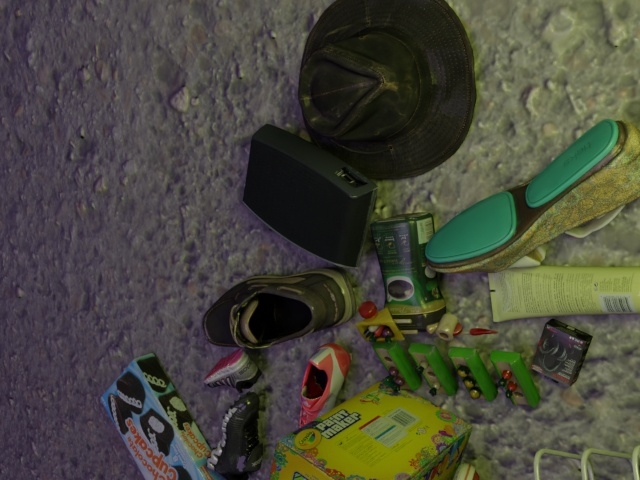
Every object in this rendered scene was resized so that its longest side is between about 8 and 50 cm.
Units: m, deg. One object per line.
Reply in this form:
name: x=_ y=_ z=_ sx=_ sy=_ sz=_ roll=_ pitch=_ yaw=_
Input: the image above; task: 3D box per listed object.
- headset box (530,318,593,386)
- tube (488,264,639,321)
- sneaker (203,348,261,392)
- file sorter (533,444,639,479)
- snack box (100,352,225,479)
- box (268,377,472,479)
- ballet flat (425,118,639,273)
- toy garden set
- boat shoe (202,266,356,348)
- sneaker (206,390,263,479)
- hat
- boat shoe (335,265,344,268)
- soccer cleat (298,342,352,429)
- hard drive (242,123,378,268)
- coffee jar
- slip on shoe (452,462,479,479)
headset box: x=0.341 y=0.163 z=1.072 sx=0.062 sy=0.032 sz=0.083 roll=26 pitch=113 yaw=31
tube: x=0.339 y=0.068 z=1.042 sx=0.240 sy=0.062 sz=0.070 roll=-5 pitch=53 yaw=43
sneaker: x=-0.170 y=0.266 z=1.472 sx=0.075 sy=0.063 sz=0.170 roll=44 pitch=141 yaw=-8
file sorter: x=0.430 y=0.342 z=0.925 sx=0.278 sy=0.193 sz=0.173 roll=-17 pitch=63 yaw=39
snack box: x=-0.351 y=0.431 z=1.655 sx=0.187 sy=0.060 sz=0.322 roll=-46 pitch=72 yaw=36
box: x=0.064 y=0.414 z=1.180 sx=0.177 sy=0.290 sz=0.279 roll=25 pitch=114 yaw=31
ballet flat: x=0.296 y=-0.028 z=1.022 sx=0.348 sy=0.123 sz=0.123 roll=-38 pitch=77 yaw=38
toy garden set: x=0.176 y=0.179 z=1.124 sx=0.244 sy=0.049 sz=0.203 roll=0 pitch=135 yaw=38
boat shoe: x=-0.104 y=0.126 z=1.348 sx=0.355 sy=0.130 sz=0.132 roll=-21 pitch=87 yaw=39
sneaker: x=-0.148 y=0.397 z=1.482 sx=0.106 sy=0.078 sz=0.234 roll=38 pitch=125 yaw=22
hat: x=0.061 y=-0.235 z=1.137 sx=0.331 sy=0.134 sz=0.331 roll=9 pitch=105 yaw=37
boat shoe: x=0.000 y=0.000 z=1.297 sx=0.125 sy=0.038 sz=0.046 roll=54 pitch=129 yaw=15
soccer cleat: x=-0.009 y=0.295 z=1.335 sx=0.083 sy=0.095 sz=0.248 roll=27 pitch=115 yaw=31
hard drive: x=-0.029 y=-0.071 z=1.235 sx=0.255 sy=0.054 sz=0.172 roll=33 pitch=126 yaw=32
coffee jar: x=0.139 y=0.052 z=1.174 sx=0.096 sy=0.079 sz=0.184 roll=-5 pitch=96 yaw=37
slip on shoe: x=0.251 y=0.506 z=1.181 sx=0.101 sy=0.123 sz=0.331 roll=-5 pitch=98 yaw=16
